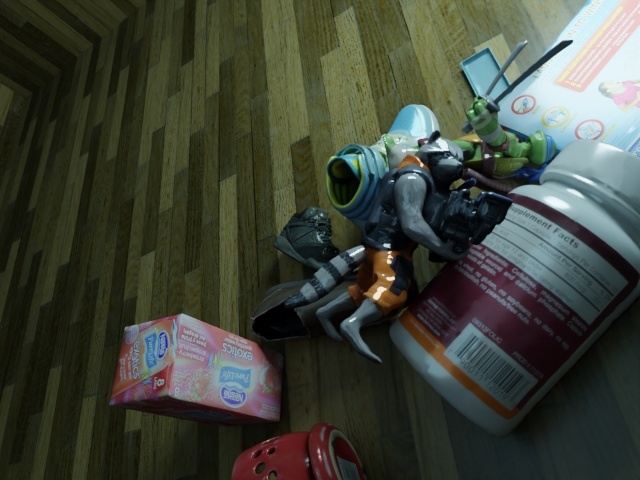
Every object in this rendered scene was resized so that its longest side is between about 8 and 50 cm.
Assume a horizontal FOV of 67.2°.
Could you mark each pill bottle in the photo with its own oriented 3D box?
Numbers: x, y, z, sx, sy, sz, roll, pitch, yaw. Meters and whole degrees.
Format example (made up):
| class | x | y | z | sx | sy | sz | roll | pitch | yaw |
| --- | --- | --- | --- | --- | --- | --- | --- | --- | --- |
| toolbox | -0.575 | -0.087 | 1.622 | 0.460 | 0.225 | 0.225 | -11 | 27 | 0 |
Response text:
| class | x | y | z | sx | sy | sz | roll | pitch | yaw |
| --- | --- | --- | --- | --- | --- | --- | --- | --- | --- |
| pill bottle | 0.306 | 0.063 | 0.699 | 0.392 | 0.224 | 0.224 | -49 | 49 | 4 |

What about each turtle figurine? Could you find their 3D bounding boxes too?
| class | x | y | z | sx | sy | sz | roll | pitch | yaw |
| --- | --- | --- | --- | --- | --- | --- | --- | --- | --- |
| turtle figurine | 0.234 | -0.200 | 0.785 | 0.266 | 0.275 | 0.198 | -10 | 43 | 11 |

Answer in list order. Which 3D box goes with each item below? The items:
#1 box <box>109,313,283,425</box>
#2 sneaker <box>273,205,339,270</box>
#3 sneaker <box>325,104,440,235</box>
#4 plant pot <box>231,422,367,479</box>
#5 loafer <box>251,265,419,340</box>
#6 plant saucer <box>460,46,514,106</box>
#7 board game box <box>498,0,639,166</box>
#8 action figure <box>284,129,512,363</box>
| class | x | y | z | sx | sy | sz | roll | pitch | yaw |
| --- | --- | --- | --- | --- | --- | --- | --- | --- | --- |
| box | -0.216 | 0.259 | 0.916 | 0.154 | 0.300 | 0.142 | -16 | 57 | 27 |
| sneaker | 0.000 | 0.000 | 1.035 | 0.227 | 0.087 | 0.130 | 30 | 92 | 46 |
| sneaker | 0.121 | -0.168 | 0.949 | 0.127 | 0.208 | 0.319 | 2 | 68 | 46 |
| plant pot | -0.024 | 0.404 | 0.788 | 0.174 | 0.191 | 0.191 | -31 | 53 | 10 |
| loafer | 0.014 | 0.133 | 0.909 | 0.366 | 0.134 | 0.130 | -23 | 13 | 34 |
| plant saucer | 0.351 | -0.320 | 0.995 | 0.067 | 0.018 | 0.192 | -26 | 56 | 22 |
| board game box | 0.506 | -0.243 | 0.802 | 0.308 | 0.086 | 0.302 | -50 | 49 | 4 |
| action figure | 0.107 | -0.008 | 0.653 | 0.178 | 0.341 | 0.330 | 30 | 81 | 5 |
